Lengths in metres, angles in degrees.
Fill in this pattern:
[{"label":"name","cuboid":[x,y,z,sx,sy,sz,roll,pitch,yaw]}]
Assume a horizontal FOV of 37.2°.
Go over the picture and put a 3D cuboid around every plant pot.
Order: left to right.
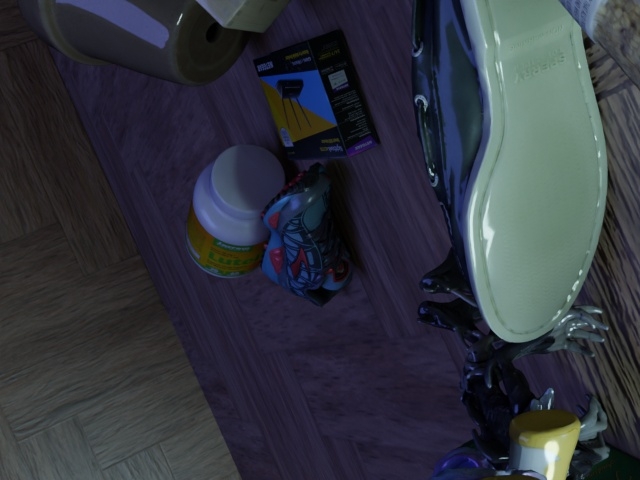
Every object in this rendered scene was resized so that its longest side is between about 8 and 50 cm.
[{"label":"plant pot","cuboid":[-0.210,-0.313,1.200,0.229,0.263,0.263,34,147,25]}]

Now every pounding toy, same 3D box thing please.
[{"label":"pounding toy","cuboid":[-0.114,-0.325,1.008,0.206,0.094,0.181,45,-162,4]}]

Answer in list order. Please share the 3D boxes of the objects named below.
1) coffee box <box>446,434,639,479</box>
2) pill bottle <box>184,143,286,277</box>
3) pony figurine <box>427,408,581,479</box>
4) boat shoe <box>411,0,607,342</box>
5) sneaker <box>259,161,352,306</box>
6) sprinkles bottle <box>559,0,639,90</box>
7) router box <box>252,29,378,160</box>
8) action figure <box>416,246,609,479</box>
[{"label":"coffee box","cuboid":[0.211,0.218,0.866,0.184,0.113,0.040,20,130,62]},{"label":"pill bottle","cuboid":[-0.121,-0.043,1.381,0.136,0.136,0.245,62,160,12]},{"label":"pony figurine","cuboid":[0.153,0.297,0.578,0.303,0.351,0.363,-148,52,-73]},{"label":"boat shoe","cuboid":[0.125,-0.092,0.710,0.113,0.127,0.340,32,140,59]},{"label":"sneaker","cuboid":[0.000,0.000,1.223,0.125,0.104,0.262,41,158,15]},{"label":"sprinkles bottle","cuboid":[0.167,-0.177,0.509,0.355,0.121,0.121,58,159,21]},{"label":"router box","cuboid":[-0.009,-0.162,1.093,0.179,0.046,0.133,8,121,67]},{"label":"action figure","cuboid":[0.178,0.119,0.805,0.275,0.141,0.164,-112,14,-48]}]
